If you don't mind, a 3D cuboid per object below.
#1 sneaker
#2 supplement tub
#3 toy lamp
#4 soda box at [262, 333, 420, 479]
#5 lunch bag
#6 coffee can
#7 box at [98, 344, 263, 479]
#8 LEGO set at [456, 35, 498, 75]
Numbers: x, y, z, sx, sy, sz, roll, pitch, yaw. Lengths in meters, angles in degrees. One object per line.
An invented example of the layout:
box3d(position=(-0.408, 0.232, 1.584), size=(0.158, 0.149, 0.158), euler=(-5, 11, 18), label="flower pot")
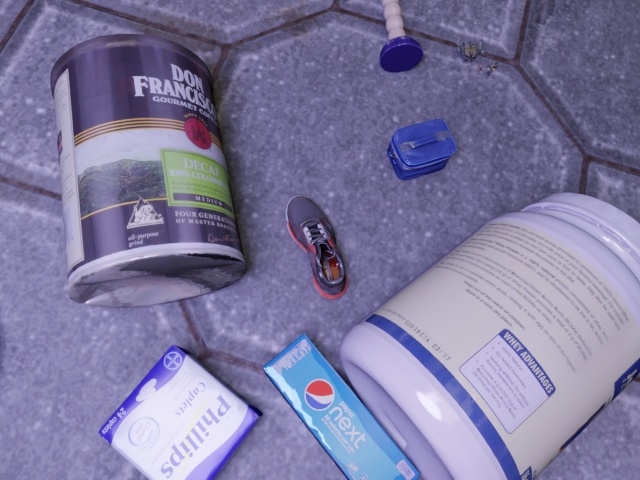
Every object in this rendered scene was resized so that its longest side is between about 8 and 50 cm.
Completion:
box3d(position=(0.000, 0.000, 0.674), size=(0.061, 0.065, 0.158), euler=(-23, 75, -12), label="sneaker")
box3d(position=(0.211, 0.113, 0.564), size=(0.325, 0.235, 0.235), euler=(-35, 77, -15), label="supplement tub")
box3d(position=(0.112, -0.419, 0.825), size=(0.080, 0.080, 0.275), euler=(-3, 72, -6), label="toy lamp")
box3d(position=(0.019, 0.218, 0.597), size=(0.067, 0.071, 0.210), euler=(-37, 78, -16), label="soda box")
box3d(position=(0.148, -0.138, 0.735), size=(0.098, 0.065, 0.067), euler=(-18, 73, -11), label="lunch bag")
box3d(position=(-0.214, -0.076, 0.611), size=(0.201, 0.201, 0.275), euler=(-11, 73, -9), label="coffee can")
box3d(position=(-0.160, 0.216, 0.582), size=(0.137, 0.072, 0.126), euler=(37, 72, 7), label="box")
box3d(position=(0.260, -0.312, 0.832), size=(0.054, 0.023, 0.083), euler=(-31, 89, -12), label="LEGO set")
